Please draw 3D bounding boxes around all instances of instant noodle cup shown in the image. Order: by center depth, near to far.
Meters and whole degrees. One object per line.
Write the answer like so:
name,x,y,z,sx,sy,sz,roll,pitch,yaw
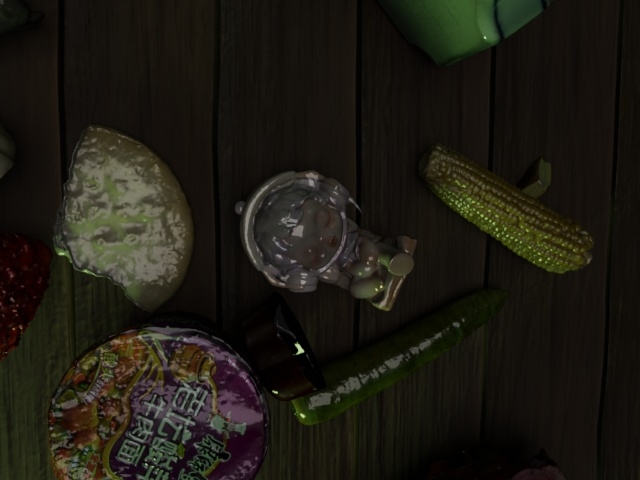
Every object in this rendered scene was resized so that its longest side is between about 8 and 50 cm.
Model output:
instant noodle cup,-0.193,0.205,0.803,0.251,0.190,0.251,-1,96,-8

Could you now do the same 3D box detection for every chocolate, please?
chocolate,-0.062,0.140,0.849,0.080,0.125,0.148,-29,108,-1

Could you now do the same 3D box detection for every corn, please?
corn,0.265,-0.041,0.904,0.288,0.086,0.086,32,90,-8

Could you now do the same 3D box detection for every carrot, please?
carrot,0.119,0.159,0.911,0.359,0.074,0.074,-27,99,-8

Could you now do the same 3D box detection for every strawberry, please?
strawberry,-0.424,0.065,0.771,0.184,0.187,0.201,50,54,1

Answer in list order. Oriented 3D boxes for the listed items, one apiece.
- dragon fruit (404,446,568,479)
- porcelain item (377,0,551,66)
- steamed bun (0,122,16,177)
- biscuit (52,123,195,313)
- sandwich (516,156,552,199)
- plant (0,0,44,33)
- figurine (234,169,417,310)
dragon fruit,0.205,0.457,0.873,0.263,0.314,0.296,-24,84,38
porcelain item,0.148,-0.371,0.751,0.157,0.281,0.286,-40,99,-1
steamed bun,-0.452,-0.092,0.742,0.183,0.183,0.106,-37,120,-4
biscuit,-0.269,-0.025,0.845,0.188,0.040,0.265,-23,99,-8
sandwich,0.316,-0.084,0.927,0.031,0.044,0.083,33,92,-15
plant,-0.468,-0.240,0.738,0.275,0.149,0.146,-26,62,-10
figurine,-0.001,0.000,0.836,0.237,0.141,0.162,28,86,-10
